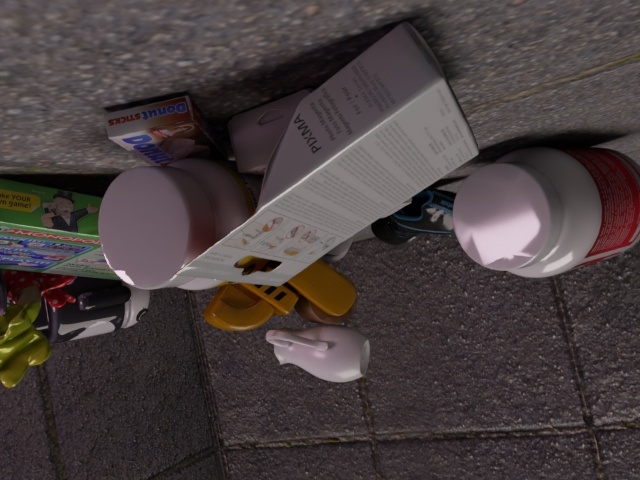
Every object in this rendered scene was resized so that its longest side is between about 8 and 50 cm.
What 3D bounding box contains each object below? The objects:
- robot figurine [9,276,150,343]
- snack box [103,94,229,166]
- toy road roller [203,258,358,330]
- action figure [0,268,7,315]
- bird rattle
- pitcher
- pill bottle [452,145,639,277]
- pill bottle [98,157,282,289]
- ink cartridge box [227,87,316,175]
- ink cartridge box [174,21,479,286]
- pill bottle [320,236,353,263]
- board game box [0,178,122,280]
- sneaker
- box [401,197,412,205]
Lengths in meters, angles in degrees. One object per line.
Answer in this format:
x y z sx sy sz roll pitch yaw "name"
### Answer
-0.511 0.127 1.322 0.278 0.173 0.209 -9 -141 -38 "robot figurine"
-0.124 -0.085 0.528 0.064 0.022 0.178 -12 177 -1 "snack box"
-0.109 0.121 1.345 0.240 0.330 0.202 -58 -169 -16 "toy road roller"
-0.543 0.054 0.759 0.186 0.099 0.285 -4 175 22 "action figure"
-0.509 0.090 0.974 0.207 0.253 0.143 10 128 -16 "bird rattle"
-0.007 0.238 1.344 0.207 0.125 0.178 6 162 18 "pitcher"
0.424 -0.056 1.110 0.408 0.228 0.229 -8 175 -45 "pill bottle"
-0.093 -0.017 0.572 0.119 0.119 0.209 -14 178 28 "pill bottle"
-0.011 -0.092 0.556 0.089 0.052 0.122 -15 174 29 "ink cartridge box"
0.009 -0.049 0.499 0.232 0.066 0.189 -30 163 15 "ink cartridge box"
0.000 0.000 1.448 0.121 0.121 0.216 -11 176 -17 "pill bottle"
-0.259 0.003 0.721 0.317 0.046 0.214 11 160 -44 "board game box"
0.207 -0.067 1.410 0.140 0.124 0.341 21 164 -26 "sneaker"
-0.015 -0.050 1.140 0.322 0.058 0.232 -10 176 -7 "box"
